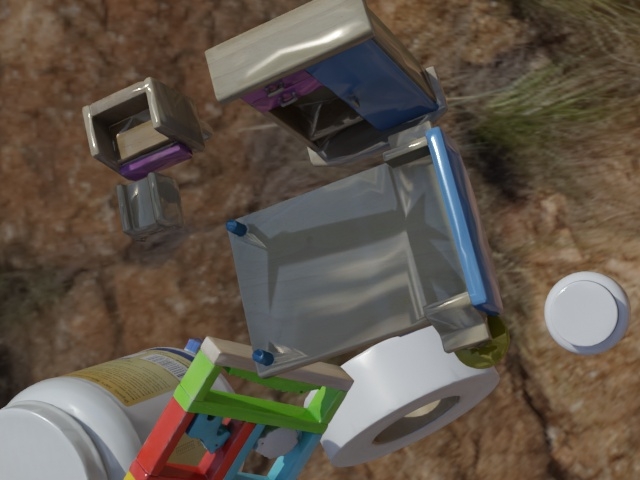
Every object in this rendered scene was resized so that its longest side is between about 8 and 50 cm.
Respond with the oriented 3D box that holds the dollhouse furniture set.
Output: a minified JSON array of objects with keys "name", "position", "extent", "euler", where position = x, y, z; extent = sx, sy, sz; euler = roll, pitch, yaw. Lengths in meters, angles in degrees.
[{"name":"dollhouse furniture set","position":[0.000,0.000,1.025],"extent":[0.286,0.198,0.303],"euler":[-22,68,18]}]

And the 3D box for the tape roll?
[{"name":"tape roll","position":[0.122,0.228,1.874],"extent":[0.286,0.286,0.100],"euler":[-38,67,24]}]

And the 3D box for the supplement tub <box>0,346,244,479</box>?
[{"name":"supplement tub","position":[-0.259,0.265,1.539],"extent":[0.228,0.316,0.228],"euler":[3,97,28]}]

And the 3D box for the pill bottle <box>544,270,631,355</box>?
[{"name":"pill bottle","position":[0.342,0.093,1.607],"extent":[0.108,0.180,0.108],"euler":[0,88,15]}]

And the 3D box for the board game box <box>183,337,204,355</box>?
[{"name":"board game box","position":[-0.198,0.186,1.839],"extent":[0.020,0.090,0.090],"euler":[25,87,3]}]

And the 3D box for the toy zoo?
[{"name":"toy zoo","position":[-0.107,0.239,1.263],"extent":[0.030,0.192,0.293],"euler":[43,107,43]}]
